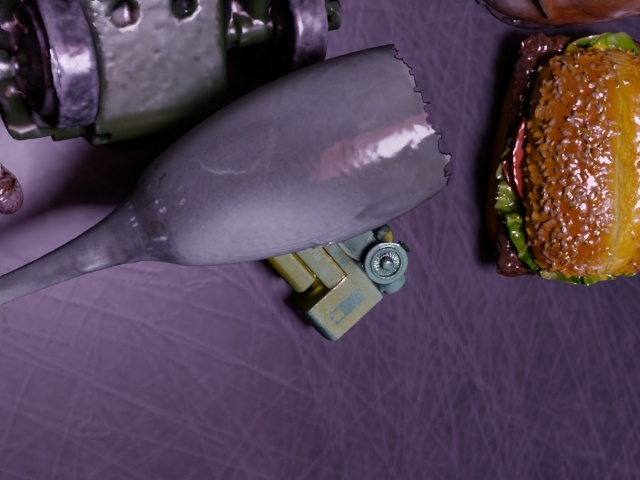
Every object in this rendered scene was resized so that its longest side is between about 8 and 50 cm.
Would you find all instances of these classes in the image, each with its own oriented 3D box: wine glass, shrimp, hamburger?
[{"bbox_3d":[-0.068,0.050,0.743,0.310,0.096,0.264,-23,133,-3],"label":"wine glass"},{"bbox_3d":[-0.196,-0.046,0.706,0.092,0.038,0.029,27,46,-27],"label":"shrimp"},{"bbox_3d":[0.180,-0.052,0.852,0.137,0.087,0.165,0,100,-25],"label":"hamburger"}]

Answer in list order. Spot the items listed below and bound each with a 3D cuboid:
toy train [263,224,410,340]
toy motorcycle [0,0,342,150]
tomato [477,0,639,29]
[{"bbox_3d":[0.000,0.000,0.803,0.081,0.050,0.122,-43,114,0],"label":"toy train"},{"bbox_3d":[-0.084,-0.176,0.691,0.205,0.127,0.275,-12,112,-22],"label":"toy motorcycle"},{"bbox_3d":[0.178,-0.234,0.782,0.181,0.155,0.214,-25,109,-23],"label":"tomato"}]
